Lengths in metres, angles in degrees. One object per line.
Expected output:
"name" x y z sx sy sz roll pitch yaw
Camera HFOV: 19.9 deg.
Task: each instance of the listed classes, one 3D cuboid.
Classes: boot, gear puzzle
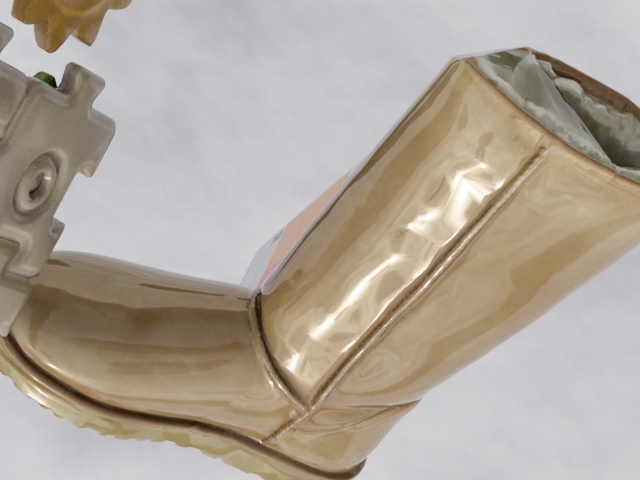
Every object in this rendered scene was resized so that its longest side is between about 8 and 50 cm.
"boot" 0.000 0.000 0.859 0.236 0.089 0.269 22 132 -27
"gear puzzle" -0.164 -0.012 0.728 0.044 0.175 0.339 29 91 22

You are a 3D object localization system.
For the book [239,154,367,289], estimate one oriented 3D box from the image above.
"book" -0.014 0.014 1.232 0.035 0.096 0.144 41 136 -13
